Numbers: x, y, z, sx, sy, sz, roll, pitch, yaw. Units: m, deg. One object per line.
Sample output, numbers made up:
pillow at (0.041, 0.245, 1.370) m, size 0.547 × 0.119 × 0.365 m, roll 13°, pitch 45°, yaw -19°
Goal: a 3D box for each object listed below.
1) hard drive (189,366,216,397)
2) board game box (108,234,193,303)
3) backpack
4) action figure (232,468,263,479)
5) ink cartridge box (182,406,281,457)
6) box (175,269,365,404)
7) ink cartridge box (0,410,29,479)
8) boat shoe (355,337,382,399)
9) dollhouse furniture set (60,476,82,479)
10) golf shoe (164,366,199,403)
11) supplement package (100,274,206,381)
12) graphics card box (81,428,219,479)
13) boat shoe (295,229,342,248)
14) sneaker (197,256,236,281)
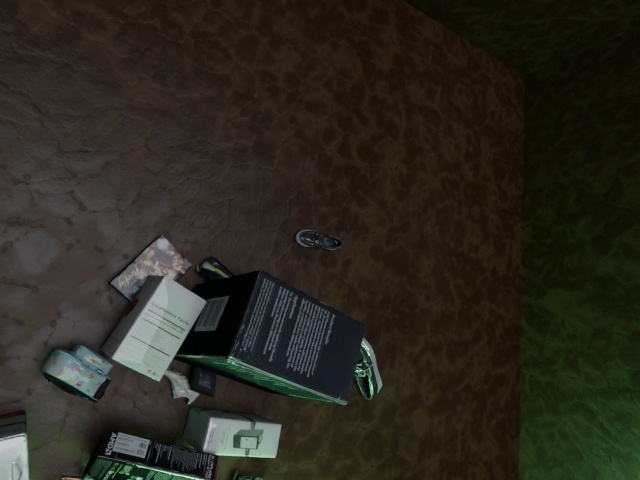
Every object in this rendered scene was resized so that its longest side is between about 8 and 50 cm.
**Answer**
hard drive at (-0.426, 0.498, 1.659) m, size 0.094 × 0.022 × 0.135 m, roll 33°, pitch 30°, yaw -29°
board game box at (-0.601, 0.120, 1.618) m, size 0.165 × 0.042 × 0.243 m, roll 50°, pitch 61°, yaw -20°
backpack at (-0.758, 0.403, 1.407) m, size 0.188 × 0.166 × 0.144 m, roll 37°, pitch 64°, yaw -30°
action figure at (-0.249, 0.962, 1.693) m, size 0.141 × 0.275 × 0.164 m, roll 78°, pitch 17°, yaw -46°
ink cartridge box at (-0.320, 0.697, 1.645) m, size 0.289 × 0.211 × 0.121 m, roll 21°, pitch 72°, yaw -32°
box at (-0.191, 0.351, 1.582) m, size 0.471 × 0.480 × 0.297 m, roll 34°, pitch 61°, yaw -30°
ink cartridge box at (-0.870, 0.608, 1.244) m, size 0.114 × 0.273 × 0.197 m, roll -2°, pitch 86°, yaw -34°
boat shoe at (0.187, 0.578, 2.059) m, size 0.105 × 0.113 × 0.306 m, roll -33°, pitch 113°, yaw -47°
dollhouse furniture set at (-0.738, 0.812, 1.319) m, size 0.262 × 0.259 × 0.135 m, roll 23°, pitch 76°, yaw -31°
golf shoe at (-0.511, 0.524, 1.624) m, size 0.176 × 0.069 × 0.086 m, roll 43°, pitch 69°, yaw -21°
supplement package at (-0.553, 0.282, 1.502) m, size 0.175 × 0.177 × 0.293 m, roll 40°, pitch 65°, yaw -28°
graphics card box at (-0.540, 0.731, 1.445) m, size 0.371 × 0.233 × 0.094 m, roll 23°, pitch 38°, yaw -20°
boat shoe at (0.000, 0.000, 2.016) m, size 0.228 × 0.076 × 0.080 m, roll 16°, pitch 76°, yaw -32°
sneaker at (-0.381, 0.162, 1.757) m, size 0.097 × 0.084 × 0.235 m, roll -44°, pitch 110°, yaw -3°
